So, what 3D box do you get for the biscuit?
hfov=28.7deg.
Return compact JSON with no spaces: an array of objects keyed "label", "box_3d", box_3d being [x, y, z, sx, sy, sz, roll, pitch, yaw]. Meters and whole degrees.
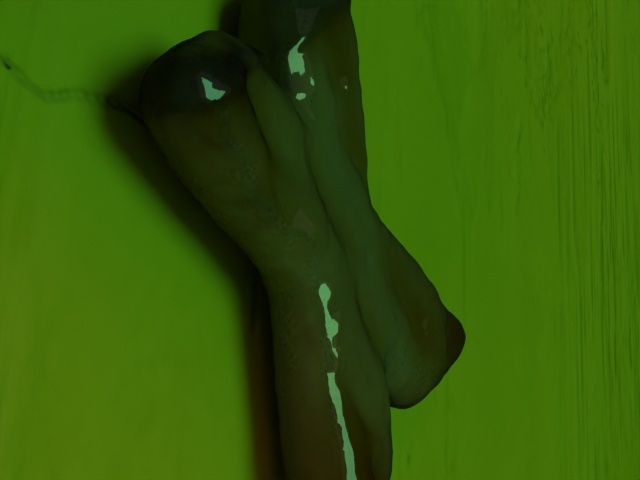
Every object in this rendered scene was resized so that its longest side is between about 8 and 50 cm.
[{"label":"biscuit","box_3d":[-0.001,0.001,0.507,0.164,0.047,0.208,-51,128,-55]}]
